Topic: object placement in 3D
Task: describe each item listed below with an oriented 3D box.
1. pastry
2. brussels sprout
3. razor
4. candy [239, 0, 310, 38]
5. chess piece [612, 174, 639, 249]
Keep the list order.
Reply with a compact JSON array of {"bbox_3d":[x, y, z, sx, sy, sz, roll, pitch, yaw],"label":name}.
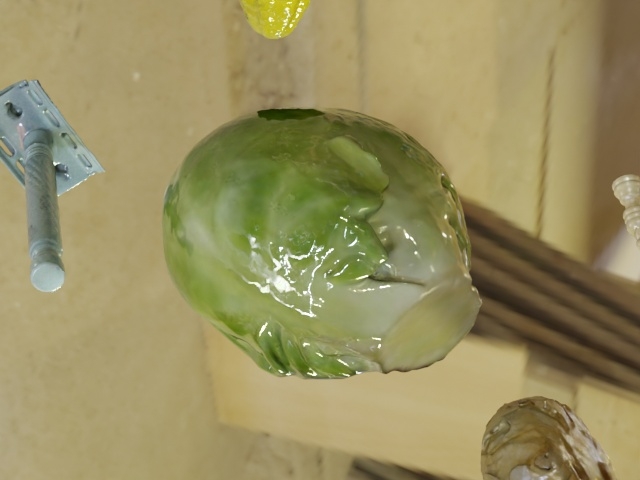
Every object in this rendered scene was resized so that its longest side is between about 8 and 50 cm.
[{"bbox_3d":[0.170,0.182,1.049,0.081,0.153,0.153,-37,168,23],"label":"pastry"},{"bbox_3d":[0.000,0.000,1.086,0.244,0.244,0.244,-47,148,-43],"label":"brussels sprout"},{"bbox_3d":[-0.214,-0.030,1.131,0.068,0.232,0.106,-32,123,5],"label":"razor"},{"bbox_3d":[-0.039,-0.276,1.345,0.094,0.106,0.199,-46,152,-42],"label":"candy"},{"bbox_3d":[0.365,-0.029,1.684,0.035,0.035,0.092,66,13,-59],"label":"chess piece"}]
